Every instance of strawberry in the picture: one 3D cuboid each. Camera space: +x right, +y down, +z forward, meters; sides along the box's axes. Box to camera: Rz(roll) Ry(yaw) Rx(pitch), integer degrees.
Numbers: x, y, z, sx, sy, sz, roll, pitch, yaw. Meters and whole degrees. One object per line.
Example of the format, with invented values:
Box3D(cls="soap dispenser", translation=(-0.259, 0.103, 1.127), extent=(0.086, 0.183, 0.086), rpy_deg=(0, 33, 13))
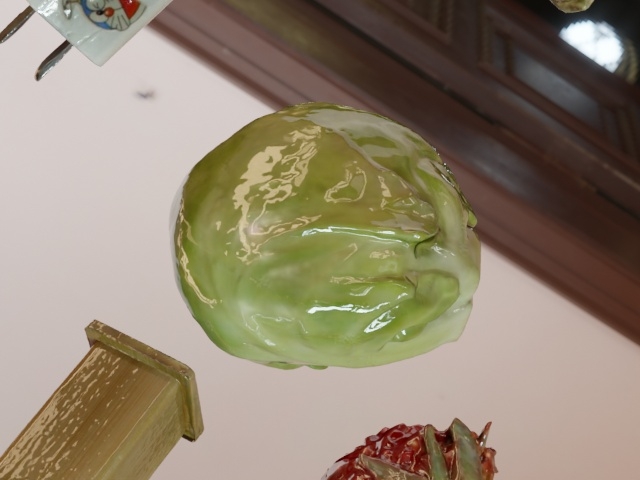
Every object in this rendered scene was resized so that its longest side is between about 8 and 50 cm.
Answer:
Box3D(cls="strawberry", translation=(0.022, 0.186, 0.779), extent=(0.167, 0.087, 0.208), rpy_deg=(-53, -179, -35))

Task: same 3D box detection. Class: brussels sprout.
Box3D(cls="brussels sprout", translation=(0.000, 0.000, 1.293), extent=(0.247, 0.328, 0.328), rpy_deg=(99, 13, -57))

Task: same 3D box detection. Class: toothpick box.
Box3D(cls="toothpick box", translation=(-0.329, 0.302, 1.775), extent=(0.308, 0.187, 0.190), rpy_deg=(-54, 160, -34))

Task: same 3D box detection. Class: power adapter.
Box3D(cls="power adapter", translation=(-0.280, -0.275, 1.437), extent=(0.205, 0.130, 0.125), rpy_deg=(-42, -144, 9))

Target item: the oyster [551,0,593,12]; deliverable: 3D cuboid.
Box3D(cls="oyster", translation=(0.041, -0.289, 0.655), extent=(0.111, 0.396, 0.204), rpy_deg=(-22, -171, 32))
